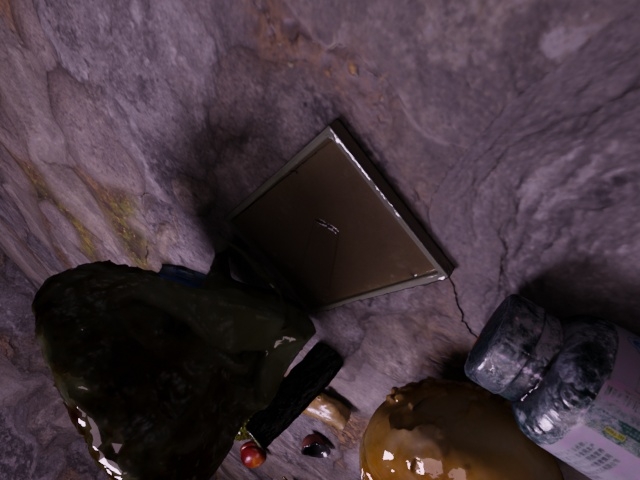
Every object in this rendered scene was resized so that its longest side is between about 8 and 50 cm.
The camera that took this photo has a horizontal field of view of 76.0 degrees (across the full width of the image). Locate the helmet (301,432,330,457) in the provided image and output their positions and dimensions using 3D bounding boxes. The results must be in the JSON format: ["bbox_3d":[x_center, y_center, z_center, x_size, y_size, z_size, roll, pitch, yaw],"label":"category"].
[{"bbox_3d":[-0.015,0.565,1.138,0.084,0.049,0.065,26,114,-21],"label":"helmet"}]

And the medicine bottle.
[{"bbox_3d":[0.294,0.167,0.387,0.293,0.141,0.141,30,141,16],"label":"medicine bottle"}]

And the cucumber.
[{"bbox_3d":[-0.041,0.289,0.753,0.062,0.211,0.077,17,135,33],"label":"cucumber"}]

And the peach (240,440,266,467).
[{"bbox_3d":[-0.260,0.827,1.586,0.101,0.100,0.100,24,140,23],"label":"peach"}]

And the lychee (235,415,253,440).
[{"bbox_3d":[-0.221,0.468,1.142,0.171,0.171,0.171,24,140,23],"label":"lychee"}]

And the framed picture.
[{"bbox_3d":[0.000,0.000,0.589,0.232,0.024,0.315,50,142,-10],"label":"framed picture"}]

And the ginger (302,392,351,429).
[{"bbox_3d":[-0.052,0.381,0.979,0.299,0.065,0.117,-2,129,40],"label":"ginger"}]

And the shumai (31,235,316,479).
[{"bbox_3d":[-0.184,0.176,0.649,0.395,0.348,0.394,49,154,35],"label":"shumai"}]

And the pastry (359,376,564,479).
[{"bbox_3d":[0.199,0.324,0.592,0.285,0.184,0.315,16,133,26],"label":"pastry"}]

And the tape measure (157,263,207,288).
[{"bbox_3d":[-0.302,0.206,0.971,0.260,0.138,0.262,11,133,37],"label":"tape measure"}]

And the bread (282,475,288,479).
[{"bbox_3d":[-0.041,1.059,1.621,0.344,0.084,0.124,48,143,-7],"label":"bread"}]
